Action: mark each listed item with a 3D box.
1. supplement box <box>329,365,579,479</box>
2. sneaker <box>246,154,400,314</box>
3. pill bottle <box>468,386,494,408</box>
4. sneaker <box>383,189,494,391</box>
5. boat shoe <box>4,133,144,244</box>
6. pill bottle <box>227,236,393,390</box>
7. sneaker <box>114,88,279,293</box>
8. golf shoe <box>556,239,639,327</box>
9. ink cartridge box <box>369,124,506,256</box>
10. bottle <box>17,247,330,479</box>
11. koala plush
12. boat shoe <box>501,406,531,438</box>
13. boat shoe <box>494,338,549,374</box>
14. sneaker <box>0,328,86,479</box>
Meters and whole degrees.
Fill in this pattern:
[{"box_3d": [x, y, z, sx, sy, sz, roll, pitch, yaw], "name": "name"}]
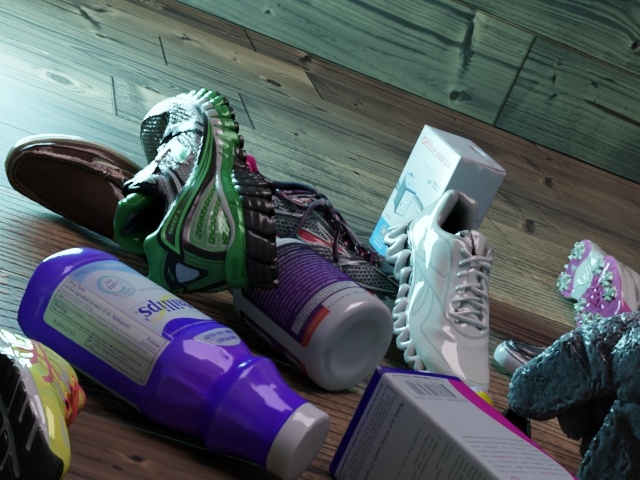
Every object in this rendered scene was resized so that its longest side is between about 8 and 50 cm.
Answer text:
[{"box_3d": [0.126, 0.213, 1.222, 0.111, 0.114, 0.220, 12, 18, -41], "name": "supplement box"}, {"box_3d": [0.000, 0.000, 1.755, 0.299, 0.112, 0.121, 23, 15, -6], "name": "sneaker"}, {"box_3d": [0.157, 0.184, 1.497, 0.043, 0.043, 0.083, 25, 16, 4], "name": "pill bottle"}, {"box_3d": [0.148, 0.059, 1.648, 0.110, 0.118, 0.292, 26, 37, -31], "name": "sneaker"}, {"box_3d": [-0.223, -0.041, 1.597, 0.257, 0.095, 0.095, 19, 22, -21], "name": "boat shoe"}, {"box_3d": [-0.023, 0.064, 1.506, 0.108, 0.108, 0.193, 8, 22, -47], "name": "pill bottle"}, {"box_3d": [-0.147, -0.059, 1.487, 0.146, 0.134, 0.343, -6, 27, -13], "name": "sneaker"}, {"box_3d": [0.448, 0.086, 2.151, 0.140, 0.115, 0.306, 26, 16, -7], "name": "golf shoe"}, {"box_3d": [0.159, -0.044, 1.991, 0.082, 0.190, 0.139, 17, 16, -24], "name": "ink cartridge box"}, {"box_3d": [-0.124, 0.106, 1.239, 0.283, 0.092, 0.118, 30, 15, 21], "name": "bottle"}, {"box_3d": [0.349, 0.149, 1.450, 0.221, 0.203, 0.196, -9, 58, -40], "name": "koala plush"}, {"box_3d": [0.193, 0.207, 1.479, 0.049, 0.040, 0.142, 25, 15, 1], "name": "boat shoe"}, {"box_3d": [0.329, 0.160, 1.776, 0.228, 0.076, 0.080, 24, 15, -2], "name": "boat shoe"}, {"box_3d": [-0.213, 0.120, 1.083, 0.094, 0.081, 0.208, 17, 16, -32], "name": "sneaker"}]
